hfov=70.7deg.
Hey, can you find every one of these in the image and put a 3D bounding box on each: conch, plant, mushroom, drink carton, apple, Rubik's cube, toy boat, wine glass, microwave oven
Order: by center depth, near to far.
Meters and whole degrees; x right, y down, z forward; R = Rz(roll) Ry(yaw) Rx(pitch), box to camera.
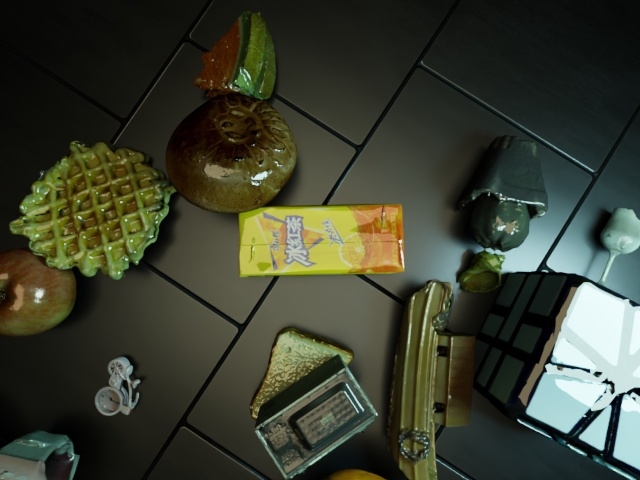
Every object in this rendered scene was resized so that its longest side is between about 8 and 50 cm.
[{"bbox_3d":[-0.007,0.341,0.883,0.205,0.163,0.129,-33,90,-4],"label":"microwave oven"},{"bbox_3d":[0.495,0.242,0.896,0.289,0.283,0.293,25,85,0],"label":"Rubik's cube"},{"bbox_3d":[-0.628,0.110,0.955,0.188,0.174,0.188,0,89,-1],"label":"apple"},{"bbox_3d":[-0.191,-0.192,0.956,0.278,0.163,0.297,16,54,11],"label":"mushroom"},{"bbox_3d":[0.242,0.305,0.963,0.162,0.136,0.445,6,88,25],"label":"toy boat"},{"bbox_3d":[0.400,-0.099,0.990,0.165,0.142,0.256,18,75,1],"label":"plant"},{"bbox_3d":[0.000,0.000,0.997,0.352,0.111,0.154,-1,86,1],"label":"drink carton"},{"bbox_3d":[0.365,0.073,1.007,0.121,0.074,0.089,-40,48,19],"label":"conch"},{"bbox_3d":[0.658,0.027,1.010,0.079,0.079,0.195,24,88,1],"label":"wine glass"}]

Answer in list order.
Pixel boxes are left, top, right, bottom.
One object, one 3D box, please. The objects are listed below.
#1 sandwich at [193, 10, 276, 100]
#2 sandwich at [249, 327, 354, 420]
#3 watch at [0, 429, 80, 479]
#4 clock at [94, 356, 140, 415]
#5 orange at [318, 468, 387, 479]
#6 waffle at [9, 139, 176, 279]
[{"bbox_3d":[-0.190,-0.410,1.032,0.160,0.109,0.184,3,82,27],"label":"sandwich"},{"bbox_3d":[-0.042,0.314,0.997,0.186,0.065,0.214,18,87,2],"label":"sandwich"},{"bbox_3d":[-0.598,0.512,0.892,0.162,0.241,0.253,16,70,-3],"label":"watch"},{"bbox_3d":[-0.448,0.327,1.007,0.087,0.041,0.129,15,91,5],"label":"clock"},{"bbox_3d":[0.074,0.606,0.859,0.312,0.312,0.312,0,86,0],"label":"orange"},{"bbox_3d":[-0.487,-0.072,0.993,0.297,0.073,0.317,22,69,1],"label":"waffle"}]
